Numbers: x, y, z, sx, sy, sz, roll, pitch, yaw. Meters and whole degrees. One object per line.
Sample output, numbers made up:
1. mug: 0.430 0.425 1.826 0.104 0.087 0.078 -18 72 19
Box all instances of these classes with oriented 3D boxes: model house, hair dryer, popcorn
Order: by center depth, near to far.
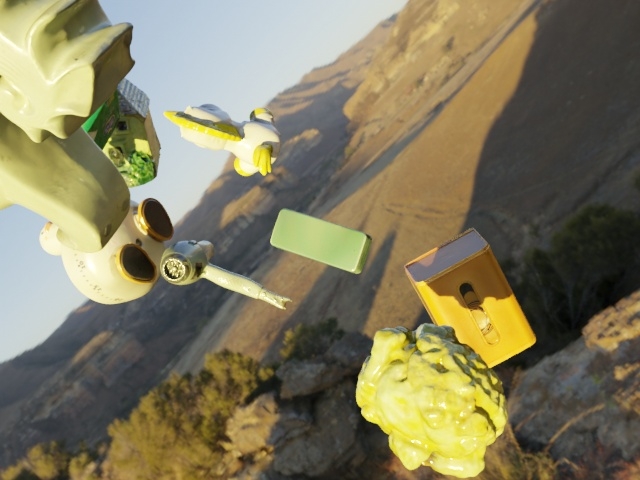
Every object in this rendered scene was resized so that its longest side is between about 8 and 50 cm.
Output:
1. popcorn: 0.168 0.243 1.032 0.256 0.255 0.195 -6 22 47
2. model house: -0.457 -0.229 1.365 0.214 0.189 0.195 -4 33 -3
3. hair dryer: -0.201 0.063 1.369 0.229 0.267 0.092 -126 58 -71

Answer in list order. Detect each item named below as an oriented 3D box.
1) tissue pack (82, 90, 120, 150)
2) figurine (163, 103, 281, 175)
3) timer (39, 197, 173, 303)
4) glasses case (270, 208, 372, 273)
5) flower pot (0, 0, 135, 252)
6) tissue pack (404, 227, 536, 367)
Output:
1. tissue pack: -0.461 -0.175 1.153 0.156 0.148 0.209 110 175 -55
2. figurine: -0.145 -0.162 0.973 0.109 0.178 0.130 -63 16 15
3. timer: -0.462 0.022 1.420 0.240 0.234 0.233 -14 23 29
4. glasses case: 0.000 0.000 1.231 0.039 0.184 0.078 23 -94 -68
5. flower pot: -0.364 -0.153 0.789 0.368 0.254 0.165 109 -179 -47
6. tissue pack: 0.347 0.145 1.521 0.194 0.275 0.145 -30 16 7
